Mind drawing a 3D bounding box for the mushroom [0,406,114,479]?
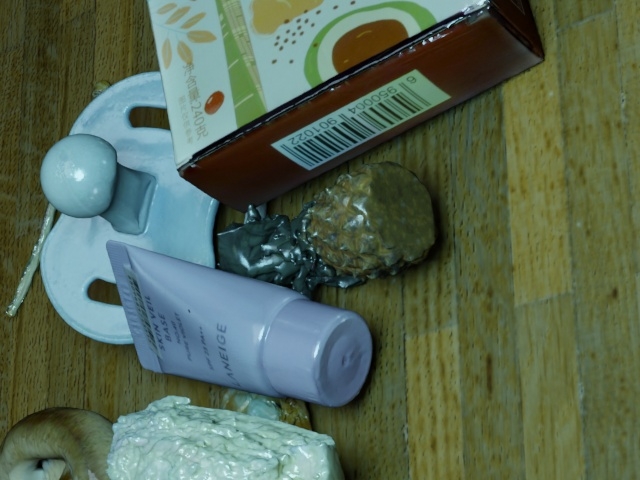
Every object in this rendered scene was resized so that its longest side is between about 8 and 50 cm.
[{"bbox_3d":[-0.245,0.294,1.910,0.278,0.146,0.278,7,99,51],"label":"mushroom"}]

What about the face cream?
[{"bbox_3d":[-0.084,0.084,1.824,0.274,0.154,0.096,11,41,37],"label":"face cream"}]

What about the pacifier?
[{"bbox_3d":[-0.191,-0.041,1.935,0.238,0.226,0.287,11,84,28],"label":"pacifier"}]

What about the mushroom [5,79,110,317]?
[{"bbox_3d":[-0.294,-0.047,2.175,0.026,0.028,0.286,24,94,3],"label":"mushroom"}]

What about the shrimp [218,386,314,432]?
[{"bbox_3d":[-0.041,0.168,1.839,0.091,0.043,0.184,-50,47,13],"label":"shrimp"}]

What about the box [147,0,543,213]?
[{"bbox_3d":[0.000,-0.272,1.872,0.344,0.122,0.385,-26,57,23],"label":"box"}]

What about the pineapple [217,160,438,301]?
[{"bbox_3d":[0.000,0.000,1.813,0.237,0.111,0.119,-24,83,46],"label":"pineapple"}]

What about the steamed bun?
[{"bbox_3d":[-0.082,0.248,1.731,0.225,0.170,0.200,-4,113,42],"label":"steamed bun"}]
